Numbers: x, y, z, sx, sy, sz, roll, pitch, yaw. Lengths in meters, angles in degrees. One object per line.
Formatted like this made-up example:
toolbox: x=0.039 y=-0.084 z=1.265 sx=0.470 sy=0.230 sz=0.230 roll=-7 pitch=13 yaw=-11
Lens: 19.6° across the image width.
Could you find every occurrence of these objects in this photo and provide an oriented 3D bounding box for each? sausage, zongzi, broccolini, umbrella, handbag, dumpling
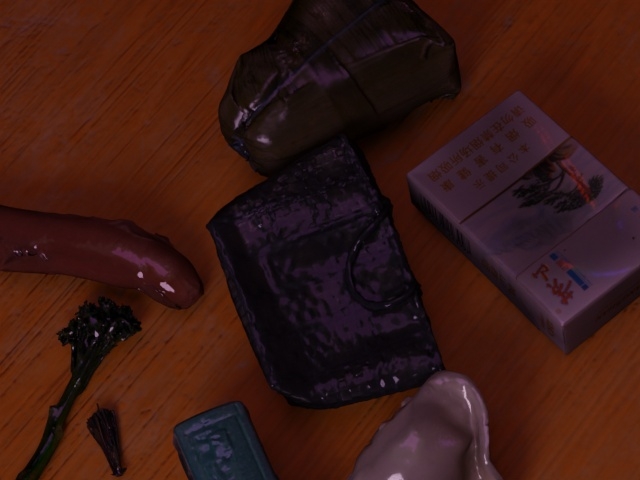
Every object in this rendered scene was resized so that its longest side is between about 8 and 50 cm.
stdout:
sausage: x=-0.258 y=0.008 z=1.864 sx=0.304 sy=0.078 sz=0.078 roll=11 pitch=64 yaw=18
zongzi: x=-0.024 y=-0.207 z=1.908 sx=0.251 sy=0.125 sz=0.274 roll=-28 pitch=56 yaw=-12
broccolini: x=-0.256 y=0.161 z=1.788 sx=0.071 sy=0.057 sz=0.254 roll=-16 pitch=41 yaw=56
umbrella: x=-0.205 y=0.191 z=1.780 sx=0.031 sy=0.020 sz=0.083 roll=-25 pitch=64 yaw=1
handbag: x=0.004 y=0.039 z=1.756 sx=0.175 sy=0.089 sz=0.270 roll=-23 pitch=70 yaw=4
dumpling: x=0.103 y=0.212 z=1.658 sx=0.134 sy=0.100 sz=0.169 roll=37 pitch=75 yaw=12

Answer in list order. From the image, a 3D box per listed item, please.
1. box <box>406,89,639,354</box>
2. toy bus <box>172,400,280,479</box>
box: x=0.213 y=-0.020 z=1.783 sx=0.149 sy=0.067 sz=0.233 roll=-39 pitch=61 yaw=-10
toy bus: x=-0.054 y=0.273 z=1.652 sx=0.091 sy=0.109 sz=0.262 roll=-23 pitch=59 yaw=-9
